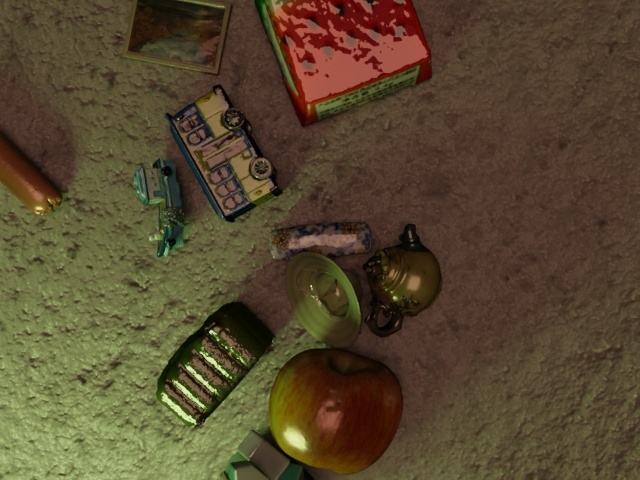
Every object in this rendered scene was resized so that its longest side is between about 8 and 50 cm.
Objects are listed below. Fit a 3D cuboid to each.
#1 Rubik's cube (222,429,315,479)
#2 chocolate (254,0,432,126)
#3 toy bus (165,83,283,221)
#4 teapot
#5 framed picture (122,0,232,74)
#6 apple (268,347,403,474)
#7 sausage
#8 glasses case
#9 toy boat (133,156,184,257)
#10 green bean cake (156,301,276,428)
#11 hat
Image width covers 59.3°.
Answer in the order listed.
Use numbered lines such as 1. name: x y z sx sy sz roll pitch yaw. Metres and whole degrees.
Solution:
1. Rubik's cube: -0.138 0.578 1.285 0.213 0.265 0.224 44 78 -9
2. chocolate: 0.059 -0.494 1.313 0.360 0.161 0.341 -21 93 2
3. toy bus: -0.224 -0.203 1.340 0.175 0.138 0.287 -30 89 1
4. teapot: 0.170 0.091 1.292 0.183 0.173 0.269 27 89 -32
5. framed picture: -0.359 -0.524 1.404 0.250 0.016 0.184 12 90 3
6. apple: 0.024 0.391 1.264 0.302 0.301 0.301 0 90 2
7. sausage: -0.761 -0.177 1.389 0.289 0.086 0.086 45 92 0
8. glasses case: 0.000 0.000 1.366 0.248 0.065 0.087 -6 88 4
9. toy boat: -0.390 -0.077 1.357 0.098 0.109 0.237 -9 90 -27
10. green bean cake: -0.241 0.273 1.288 0.156 0.247 0.250 44 92 1
11. hat: 0.039 0.123 1.335 0.110 0.252 0.252 -26 89 -39
